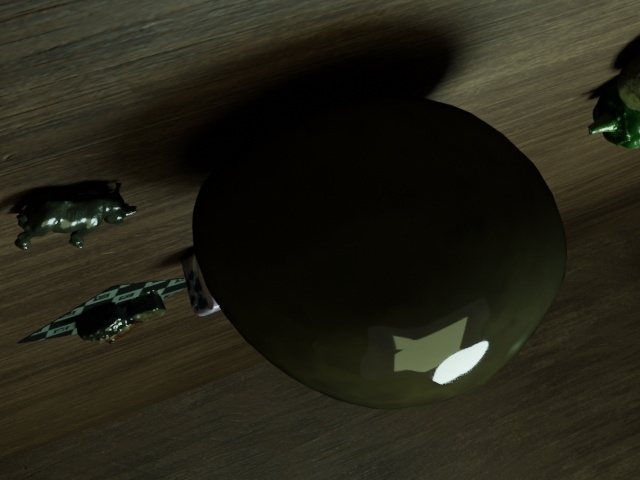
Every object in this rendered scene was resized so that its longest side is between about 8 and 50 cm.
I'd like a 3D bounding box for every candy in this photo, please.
[{"bbox_3d":[-0.120,0.045,1.500,0.160,0.092,0.073,-18,174,-32],"label":"candy"}]

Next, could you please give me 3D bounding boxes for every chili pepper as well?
[{"bbox_3d":[0.513,-0.205,1.520,0.270,0.099,0.136,-17,-157,-18],"label":"chili pepper"}]

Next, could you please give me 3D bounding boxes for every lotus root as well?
[{"bbox_3d":[0.444,-0.221,1.362,0.089,0.081,0.179,-35,175,-7],"label":"lotus root"}]

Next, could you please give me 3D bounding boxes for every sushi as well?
[{"bbox_3d":[-0.322,0.130,1.629,0.231,0.047,0.219,-28,167,30],"label":"sushi"}]

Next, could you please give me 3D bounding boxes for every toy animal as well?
[{"bbox_3d":[-0.241,-0.027,1.036,0.135,0.047,0.065,-4,151,-43],"label":"toy animal"}]

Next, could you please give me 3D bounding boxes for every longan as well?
[{"bbox_3d":[0.067,0.011,1.104,0.404,0.336,0.404,11,-173,-1],"label":"longan"}]
